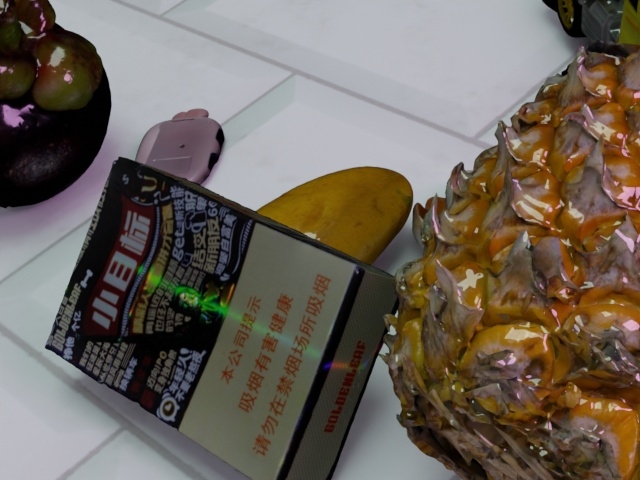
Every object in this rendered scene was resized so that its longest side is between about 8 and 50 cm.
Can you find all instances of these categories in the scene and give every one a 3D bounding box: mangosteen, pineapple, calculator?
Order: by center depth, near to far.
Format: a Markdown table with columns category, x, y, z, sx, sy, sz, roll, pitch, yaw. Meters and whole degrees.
| category | x | y | z | sx | sy | sz | roll | pitch | yaw |
| --- | --- | --- | --- | --- | --- | --- | --- | --- | --- |
| pineapple | 0.216 | 0.056 | 0.860 | 0.352 | 0.352 | 0.300 | 21 | 64 | 35 |
| mangosteen | -0.373 | -0.171 | 1.352 | 0.287 | 0.287 | 0.233 | 29 | 78 | 40 |
| calculator | -0.166 | -0.106 | 1.411 | 0.103 | 0.024 | 0.166 | -5 | 41 | 11 |

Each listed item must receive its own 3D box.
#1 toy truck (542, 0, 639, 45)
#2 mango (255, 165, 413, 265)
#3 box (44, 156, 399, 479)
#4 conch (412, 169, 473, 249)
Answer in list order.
| category | x | y | z | sx | sy | sz | roll | pitch | yaw |
| --- | --- | --- | --- | --- | --- | --- | --- | --- | --- |
| toy truck | 0.370 | -0.304 | 1.315 | 0.181 | 0.254 | 0.405 | -13 | 42 | -6 |
| mango | 0.000 | 0.000 | 1.175 | 0.227 | 0.109 | 0.147 | -31 | 18 | -18 |
| box | -0.092 | 0.066 | 1.061 | 0.310 | 0.084 | 0.198 | 24 | 95 | 37 |
| conch | 0.141 | -0.031 | 1.180 | 0.104 | 0.094 | 0.176 | -48 | 37 | 10 |
